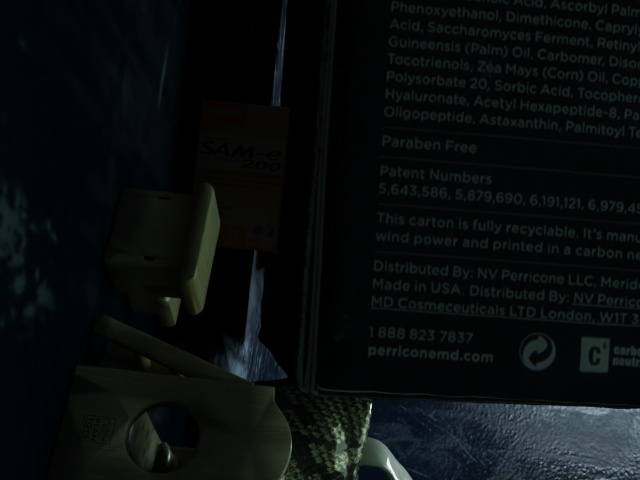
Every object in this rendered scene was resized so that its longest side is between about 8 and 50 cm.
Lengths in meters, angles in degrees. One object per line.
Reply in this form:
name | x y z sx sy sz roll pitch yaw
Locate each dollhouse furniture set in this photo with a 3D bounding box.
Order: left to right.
dollhouse furniture set | -0.056 0.086 0.543 0.182 0.101 0.160 89 8 -61

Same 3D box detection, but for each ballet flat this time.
ballet flat | 0.030 0.324 0.872 0.164 0.182 0.482 -115 -166 -66

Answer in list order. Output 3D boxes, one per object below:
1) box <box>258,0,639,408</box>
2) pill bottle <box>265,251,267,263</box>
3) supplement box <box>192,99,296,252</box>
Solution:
box | 0.117 -0.124 0.844 0.480 0.298 0.471 162 -70 -84
pill bottle | -0.007 -0.048 1.128 0.094 0.094 0.169 -44 140 -84
supplement box | -0.053 -0.043 0.694 0.036 0.062 0.098 -15 110 -85
